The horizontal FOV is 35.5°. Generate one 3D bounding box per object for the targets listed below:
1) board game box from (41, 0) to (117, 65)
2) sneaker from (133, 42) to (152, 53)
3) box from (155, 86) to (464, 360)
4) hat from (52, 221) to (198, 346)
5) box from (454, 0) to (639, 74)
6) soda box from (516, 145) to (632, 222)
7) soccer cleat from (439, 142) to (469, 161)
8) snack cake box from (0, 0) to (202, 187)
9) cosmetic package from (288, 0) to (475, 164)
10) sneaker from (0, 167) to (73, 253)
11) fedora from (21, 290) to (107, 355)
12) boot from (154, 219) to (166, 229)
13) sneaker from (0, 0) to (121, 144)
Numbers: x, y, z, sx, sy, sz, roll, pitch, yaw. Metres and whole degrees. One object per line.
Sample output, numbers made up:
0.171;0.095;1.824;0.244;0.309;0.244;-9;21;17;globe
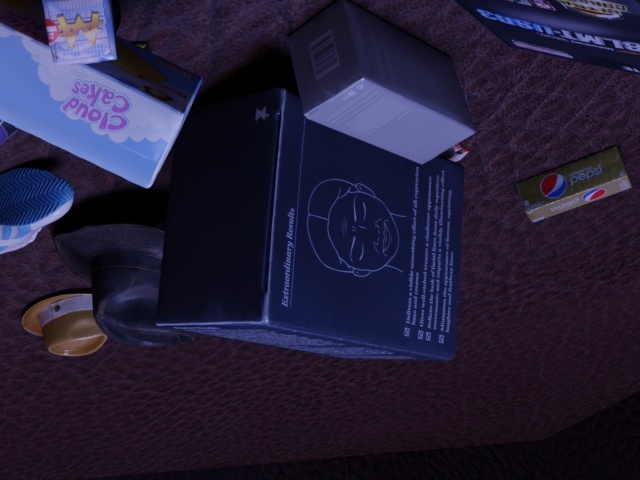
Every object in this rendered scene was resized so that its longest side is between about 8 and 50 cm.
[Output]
-0.224;-0.266;0.893;0.060;0.194;0.194;-8;155;-9;board game box
-0.242;-0.212;1.190;0.083;0.031;0.035;-6;155;-14;sneaker
0.000;0.000;1.380;0.211;0.294;0.395;-5;165;42;box
-0.280;0.096;1.577;0.331;0.134;0.331;10;157;4;hat
0.268;-0.263;1.076;0.295;0.073;0.293;24;-179;39;box
0.435;-0.095;1.719;0.181;0.061;0.058;-20;154;17;soda box
0.147;-0.147;1.473;0.076;0.068;0.196;-24;156;30;soccer cleat
-0.261;-0.166;0.991;0.264;0.152;0.089;25;108;-10;snack cake box
0.082;-0.195;1.269;0.107;0.127;0.238;-29;148;31;cosmetic package
-0.431;-0.038;1.417;0.228;0.088;0.092;-18;163;27;sneaker
-0.443;0.160;1.820;0.194;0.079;0.194;-11;155;-5;fedora
-0.132;0.002;1.634;0.176;0.088;0.244;-27;148;25;boot
-0.335;-0.196;1.138;0.283;0.107;0.124;-35;-174;15;sneaker
